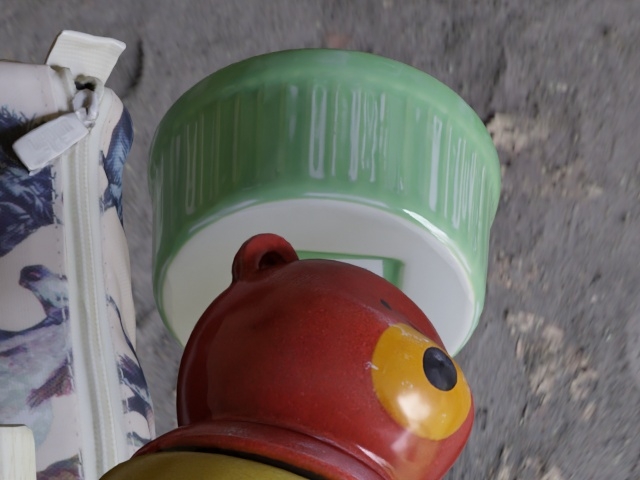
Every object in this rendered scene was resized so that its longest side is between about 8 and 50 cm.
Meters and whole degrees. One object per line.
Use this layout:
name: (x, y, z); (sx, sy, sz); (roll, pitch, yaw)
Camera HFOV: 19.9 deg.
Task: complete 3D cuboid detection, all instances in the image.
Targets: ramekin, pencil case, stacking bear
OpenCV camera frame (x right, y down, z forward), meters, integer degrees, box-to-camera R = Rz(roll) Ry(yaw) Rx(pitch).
ramekin: (0.000, 0.000, 1.517); (0.303, 0.303, 0.148); (0, 48, 4)
pencil case: (-0.149, 0.093, 0.914); (0.160, 0.183, 0.410); (8, 52, -31)
stacking bear: (-0.025, 0.131, 0.647); (0.175, 0.164, 0.289); (38, 52, -23)

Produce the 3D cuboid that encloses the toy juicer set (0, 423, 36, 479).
toy juicer set: (-0.180, 0.199, 0.403); (0.329, 0.089, 0.209); (-26, 79, 11)
